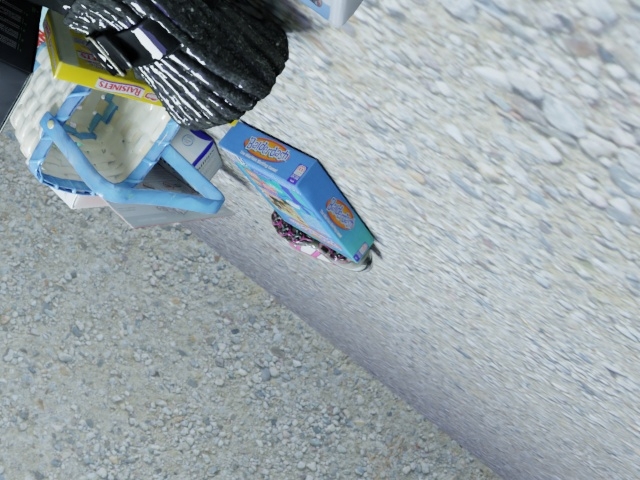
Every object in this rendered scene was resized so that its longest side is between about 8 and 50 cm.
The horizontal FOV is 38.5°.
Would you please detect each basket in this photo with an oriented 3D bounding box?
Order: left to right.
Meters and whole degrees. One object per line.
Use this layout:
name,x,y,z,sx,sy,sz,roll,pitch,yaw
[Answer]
basket,-0.295,-0.142,1.331,0.289,0.201,0.254,41,-164,28

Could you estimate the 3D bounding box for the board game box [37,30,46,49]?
board game box,-0.455,-0.292,1.457,0.193,0.147,0.045,42,169,-28

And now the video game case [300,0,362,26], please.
video game case,-0.091,-0.285,0.519,0.300,0.036,0.329,37,169,6

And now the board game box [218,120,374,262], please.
board game box,-0.030,-0.065,1.270,0.160,0.047,0.210,30,167,36

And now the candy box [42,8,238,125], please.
candy box,-0.188,-0.183,0.978,0.205,0.027,0.105,12,-142,-33

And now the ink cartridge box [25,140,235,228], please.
ink cartridge box,-0.311,-0.086,1.537,0.239,0.060,0.275,42,-156,19

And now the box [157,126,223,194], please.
box,-0.239,-0.155,1.530,0.126,0.072,0.137,36,170,9

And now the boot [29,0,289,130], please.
boot,-0.197,-0.232,0.869,0.260,0.131,0.348,34,-177,-33

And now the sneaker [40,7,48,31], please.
sneaker,-0.398,-0.316,1.132,0.135,0.150,0.366,28,166,48

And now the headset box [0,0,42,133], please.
headset box,-0.418,-0.230,0.917,0.246,0.131,0.283,24,-150,-29

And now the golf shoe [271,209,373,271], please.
golf shoe,0.000,0.000,1.404,0.186,0.067,0.086,31,170,34
